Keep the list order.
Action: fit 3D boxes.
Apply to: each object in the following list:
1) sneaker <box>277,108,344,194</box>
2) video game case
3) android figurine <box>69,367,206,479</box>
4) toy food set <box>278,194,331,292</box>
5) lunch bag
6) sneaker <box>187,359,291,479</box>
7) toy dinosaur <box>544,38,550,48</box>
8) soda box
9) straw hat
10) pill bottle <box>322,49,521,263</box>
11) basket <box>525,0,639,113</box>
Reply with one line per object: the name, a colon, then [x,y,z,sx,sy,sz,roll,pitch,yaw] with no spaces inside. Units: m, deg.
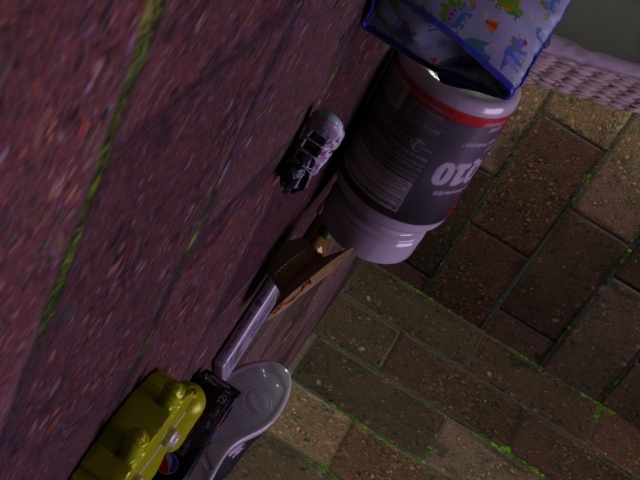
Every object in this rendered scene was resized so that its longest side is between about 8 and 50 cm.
sneaker: [-0.014,-0.073,1.077,0.069,0.038,0.098,-56,175,-32]
video game case: [-0.102,0.125,1.612,0.143,0.019,0.157,-57,175,-16]
android figurine: [-0.192,0.229,1.111,0.248,0.056,0.273,-53,175,-47]
toy food set: [0.000,0.000,1.750,0.192,0.038,0.132,-61,175,37]
lunch bag: [0.134,-0.210,1.026,0.129,0.151,0.096,-57,175,-18]
sneaker: [-0.158,0.302,1.740,0.296,0.104,0.147,-48,172,-36]
toy dinosaur: [0.285,-0.383,1.372,0.164,0.218,0.322,-27,123,-71]
soda box: [-0.168,0.246,1.447,0.169,0.060,0.053,-58,175,5]
straw hat: [-0.033,0.033,1.471,0.144,0.061,0.144,-39,173,-5]
pill bottle: [0.118,-0.113,1.467,0.161,0.161,0.283,-53,173,-51]
basket: [0.477,-0.411,1.922,0.266,0.331,0.328,99,6,-84]
